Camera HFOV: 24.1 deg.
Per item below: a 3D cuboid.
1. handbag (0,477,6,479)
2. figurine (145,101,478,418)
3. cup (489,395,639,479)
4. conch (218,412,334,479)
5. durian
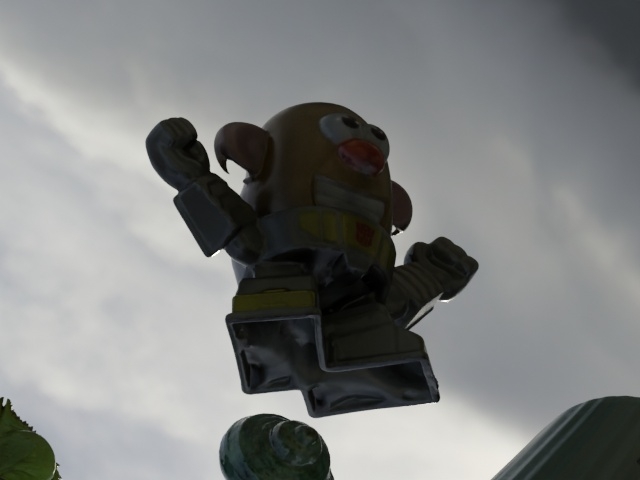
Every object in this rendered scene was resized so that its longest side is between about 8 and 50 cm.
[{"bbox_3d":[-0.273,0.176,0.809,0.216,0.203,0.074,36,-161,17],"label":"handbag"},{"bbox_3d":[-0.002,0.000,1.338,0.342,0.167,0.284,45,-148,-41],"label":"figurine"},{"bbox_3d":[0.276,0.390,1.513,0.392,0.310,0.400,-34,-63,-57],"label":"cup"},{"bbox_3d":[-0.045,0.273,1.616,0.176,0.122,0.188,-79,-17,-53],"label":"conch"},{"bbox_3d":[-0.409,0.256,1.651,0.200,0.176,0.237,53,-172,20],"label":"durian"}]
